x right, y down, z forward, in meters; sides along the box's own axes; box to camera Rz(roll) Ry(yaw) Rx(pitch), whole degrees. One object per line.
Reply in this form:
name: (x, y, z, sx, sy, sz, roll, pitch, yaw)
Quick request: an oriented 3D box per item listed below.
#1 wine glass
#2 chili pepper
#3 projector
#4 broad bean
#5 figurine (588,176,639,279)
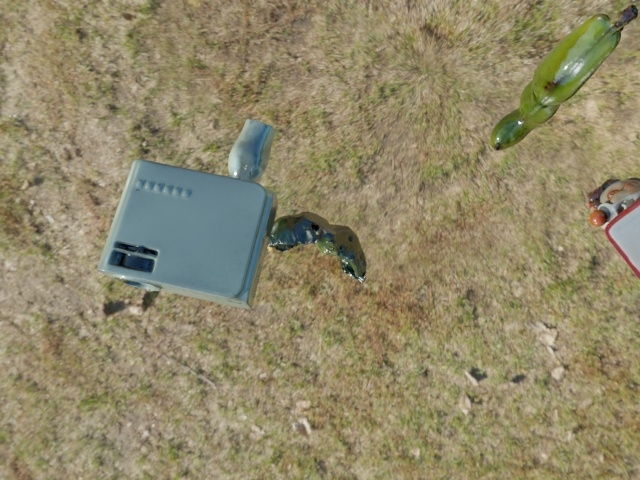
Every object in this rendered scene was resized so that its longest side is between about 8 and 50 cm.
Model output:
wine glass: (-0.171, -0.178, 1.335, 0.093, 0.093, 0.202, 21, 86, 4)
chili pepper: (0.001, -0.006, 1.309, 0.265, 0.148, 0.116, 15, 122, -35)
projector: (-0.214, -0.007, 0.954, 0.251, 0.108, 0.198, 11, 74, 3)
broad bean: (0.240, -0.162, 0.589, 0.048, 0.070, 0.213, 42, 153, 8)
figurine: (0.611, -0.063, 1.110, 0.183, 0.226, 0.160, -40, 106, 14)
